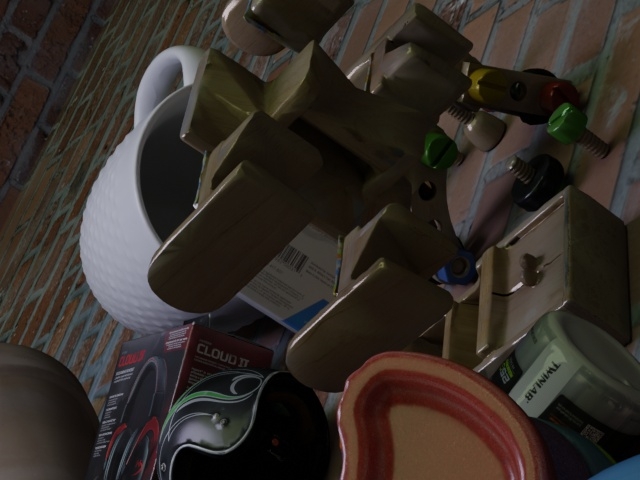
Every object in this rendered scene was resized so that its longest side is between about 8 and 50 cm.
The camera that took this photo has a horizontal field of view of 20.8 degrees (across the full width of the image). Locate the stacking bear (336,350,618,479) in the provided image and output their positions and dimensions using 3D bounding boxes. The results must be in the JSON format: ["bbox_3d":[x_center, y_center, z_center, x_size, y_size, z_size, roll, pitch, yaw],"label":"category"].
[{"bbox_3d":[0.143,0.201,1.107,0.164,0.289,0.175,3,71,39],"label":"stacking bear"}]

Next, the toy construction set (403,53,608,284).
[{"bbox_3d":[0.100,-0.131,1.778,0.257,0.237,0.309,-49,20,20],"label":"toy construction set"}]

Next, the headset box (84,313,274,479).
[{"bbox_3d":[-0.170,0.227,1.974,0.218,0.110,0.293,-17,55,61],"label":"headset box"}]

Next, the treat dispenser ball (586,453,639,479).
[{"bbox_3d":[0.211,0.242,0.864,0.288,0.288,0.288,-47,22,25],"label":"treat dispenser ball"}]

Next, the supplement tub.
[{"bbox_3d":[0.164,0.158,1.354,0.190,0.117,0.117,-53,20,18],"label":"supplement tub"}]

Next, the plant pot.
[{"bbox_3d":[-0.395,0.332,2.200,0.323,0.323,0.280,-55,36,5],"label":"plant pot"}]

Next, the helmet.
[{"bbox_3d":[-0.088,0.215,1.803,0.161,0.169,0.169,-21,38,34],"label":"helmet"}]

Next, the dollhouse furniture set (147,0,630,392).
[{"bbox_3d":[0.033,0.001,1.499,0.256,0.394,0.362,-43,24,34],"label":"dollhouse furniture set"}]

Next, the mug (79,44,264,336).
[{"bbox_3d":[-0.163,-0.060,2.164,0.328,0.276,0.374,-35,60,59],"label":"mug"}]

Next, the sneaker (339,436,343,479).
[{"bbox_3d":[0.050,0.223,1.459,0.221,0.083,0.087,72,-164,-57],"label":"sneaker"}]

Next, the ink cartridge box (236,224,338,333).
[{"bbox_3d":[0.000,0.000,1.944,0.203,0.148,0.086,-58,18,-6],"label":"ink cartridge box"}]
